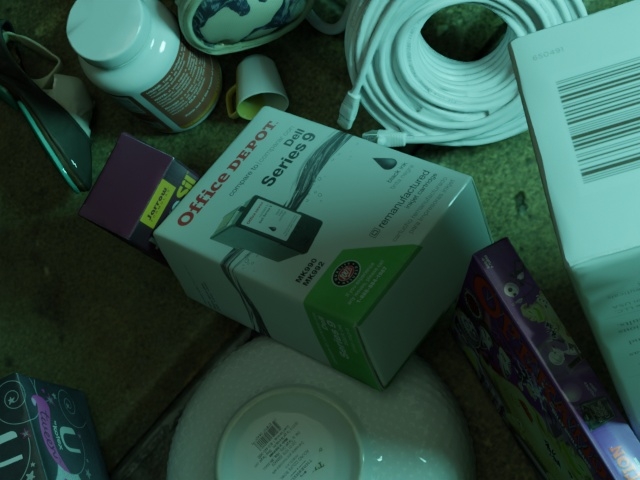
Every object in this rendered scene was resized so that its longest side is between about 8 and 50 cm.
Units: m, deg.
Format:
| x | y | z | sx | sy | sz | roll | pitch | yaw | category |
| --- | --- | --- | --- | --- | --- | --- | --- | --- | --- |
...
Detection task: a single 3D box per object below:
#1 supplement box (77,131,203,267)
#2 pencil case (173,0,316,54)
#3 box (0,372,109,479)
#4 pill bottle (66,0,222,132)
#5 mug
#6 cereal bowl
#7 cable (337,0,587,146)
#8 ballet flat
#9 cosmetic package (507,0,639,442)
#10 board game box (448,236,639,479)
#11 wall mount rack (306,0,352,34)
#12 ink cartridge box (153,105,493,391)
| x | y | z | sx | sy | sz | roll | pitch | yaw | category |
| --- | --- | --- | --- | --- | --- | --- | --- | --- | --- |
| -0.170 | -0.030 | 1.547 | 0.081 | 0.188 | 0.104 | 26 | 84 | 30 | supplement box |
| -0.122 | -0.406 | 1.608 | 0.160 | 0.183 | 0.410 | -7 | 59 | -18 | pencil case |
| -0.319 | 0.290 | 1.524 | 0.142 | 0.163 | 0.247 | -25 | 71 | 11 | box |
| -0.202 | -0.211 | 1.593 | 0.121 | 0.216 | 0.121 | -4 | 75 | 16 | pill bottle |
| -0.080 | -0.182 | 1.635 | 0.078 | 0.062 | 0.064 | -14 | 64 | 6 | mug |
| -0.013 | 0.245 | 1.459 | 0.339 | 0.141 | 0.339 | -4 | 76 | 16 | cereal bowl |
| 0.154 | -0.215 | 1.481 | 0.257 | 0.257 | 0.089 | 6 | 39 | -3 | cable |
| -0.342 | -0.179 | 1.697 | 0.096 | 0.095 | 0.280 | -40 | 68 | -9 | ballet flat |
| 0.310 | 0.014 | 1.233 | 0.161 | 0.453 | 0.230 | -16 | 57 | 12 | cosmetic package |
| 0.240 | 0.185 | 1.362 | 0.056 | 0.208 | 0.347 | -24 | 68 | -17 | board game box |
| 0.043 | -0.414 | 1.565 | 0.130 | 0.350 | 0.304 | -25 | 69 | -30 | wall mount rack |
| 0.000 | 0.000 | 1.464 | 0.289 | 0.121 | 0.211 | 22 | 61 | 35 | ink cartridge box |
